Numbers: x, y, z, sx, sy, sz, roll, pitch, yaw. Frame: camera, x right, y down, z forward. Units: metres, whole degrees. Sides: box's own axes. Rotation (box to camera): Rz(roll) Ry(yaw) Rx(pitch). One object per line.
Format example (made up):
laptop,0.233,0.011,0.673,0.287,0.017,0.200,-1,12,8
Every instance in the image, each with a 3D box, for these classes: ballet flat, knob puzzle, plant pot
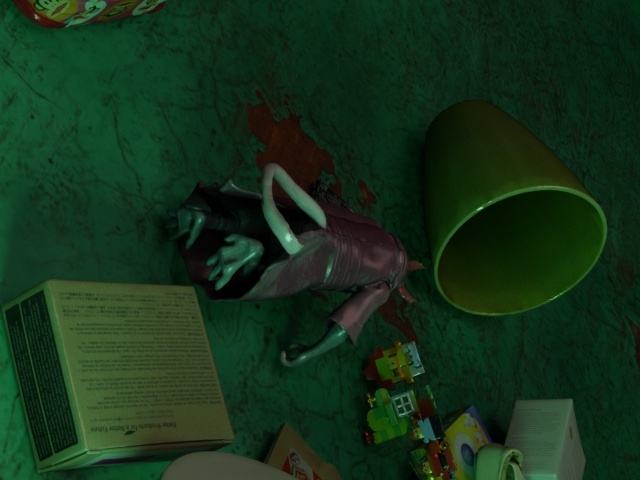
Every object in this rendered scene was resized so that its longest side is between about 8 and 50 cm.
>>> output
ballet flat,0.255,0.404,2.027,0.086,0.086,0.249,14,70,-49
knob puzzle,-0.017,0.348,1.792,0.213,0.030,0.213,33,42,-37
plant pot,0.272,-0.081,2.310,0.274,0.275,0.294,31,29,-39

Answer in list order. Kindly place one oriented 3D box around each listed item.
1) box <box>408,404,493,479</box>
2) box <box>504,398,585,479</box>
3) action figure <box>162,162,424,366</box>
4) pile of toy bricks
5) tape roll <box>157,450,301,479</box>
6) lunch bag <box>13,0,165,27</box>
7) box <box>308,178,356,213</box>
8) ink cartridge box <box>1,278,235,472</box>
box,0.192,0.316,2.088,0.179,0.043,0.105,-32,94,-55
box,0.330,0.339,2.177,0.170,0.091,0.130,-64,144,-51
action figure,0.000,0.000,1.866,0.370,0.276,0.248,10,52,-34
pile of toy bricks,0.108,0.242,1.978,0.118,0.105,0.212,58,13,-78
tape roll,-0.019,0.370,1.508,0.392,0.072,0.392,33,14,-9
lunch bag,-0.303,-0.410,1.857,0.293,0.120,0.258,-24,86,-56
box,0.016,-0.039,2.119,0.083,0.018,0.067,41,39,-29
ink cartridge box,-0.220,0.147,1.607,0.234,0.088,0.193,6,64,-52
